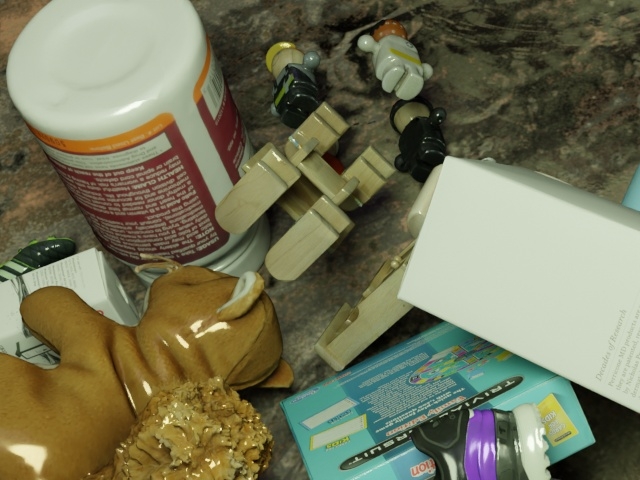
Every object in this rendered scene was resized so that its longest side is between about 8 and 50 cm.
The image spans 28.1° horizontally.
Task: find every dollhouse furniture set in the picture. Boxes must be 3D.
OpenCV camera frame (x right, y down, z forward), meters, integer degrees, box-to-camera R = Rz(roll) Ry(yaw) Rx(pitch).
[{"bbox_3d":[0.000,0.000,1.457,0.242,0.161,0.212,44,31,-3],"label":"dollhouse furniture set"}]

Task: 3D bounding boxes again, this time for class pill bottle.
[{"bbox_3d":[-0.195,-0.101,1.517,0.224,0.392,0.224,-7,55,10],"label":"pill bottle"}]

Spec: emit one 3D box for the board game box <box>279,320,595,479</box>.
[{"bbox_3d":[0.102,0.186,1.313,0.254,0.079,0.336,-26,10,-3],"label":"board game box"}]

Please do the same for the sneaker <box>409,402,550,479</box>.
[{"bbox_3d":[0.124,0.289,1.107,0.146,0.102,0.293,-2,86,-2],"label":"sneaker"}]

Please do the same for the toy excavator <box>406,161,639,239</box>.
[{"bbox_3d":[0.349,-0.007,1.396,0.445,0.433,0.222,31,66,0],"label":"toy excavator"}]

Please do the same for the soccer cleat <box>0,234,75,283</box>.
[{"bbox_3d":[-0.398,0.053,1.677,0.179,0.060,0.072,-25,63,5],"label":"soccer cleat"}]

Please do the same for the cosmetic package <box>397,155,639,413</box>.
[{"bbox_3d":[0.282,0.052,1.172,0.366,0.197,0.155,24,102,33],"label":"cosmetic package"}]

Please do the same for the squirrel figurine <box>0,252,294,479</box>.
[{"bbox_3d":[-0.182,0.194,1.358,0.371,0.281,0.397,-26,41,-17],"label":"squirrel figurine"}]

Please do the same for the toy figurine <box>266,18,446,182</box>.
[{"bbox_3d":[0.046,-0.165,1.610,0.213,0.209,0.148,-17,38,6],"label":"toy figurine"}]

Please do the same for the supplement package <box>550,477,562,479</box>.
[{"bbox_3d":[0.207,0.376,1.242,0.204,0.145,0.261,11,59,21],"label":"supplement package"}]

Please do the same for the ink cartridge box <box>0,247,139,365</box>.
[{"bbox_3d":[-0.333,0.112,1.558,0.203,0.148,0.085,-21,52,1],"label":"ink cartridge box"}]
